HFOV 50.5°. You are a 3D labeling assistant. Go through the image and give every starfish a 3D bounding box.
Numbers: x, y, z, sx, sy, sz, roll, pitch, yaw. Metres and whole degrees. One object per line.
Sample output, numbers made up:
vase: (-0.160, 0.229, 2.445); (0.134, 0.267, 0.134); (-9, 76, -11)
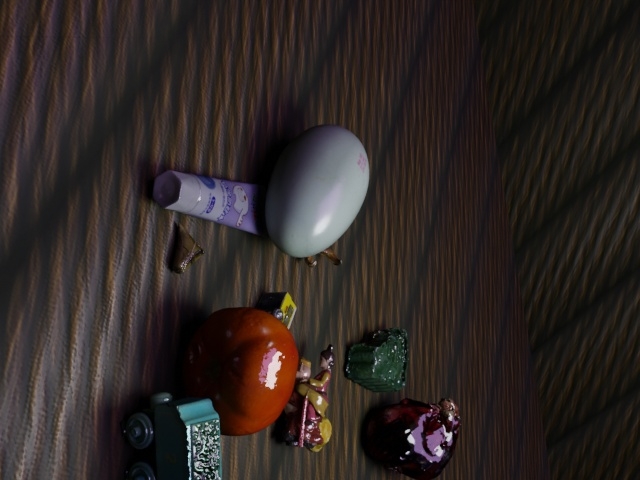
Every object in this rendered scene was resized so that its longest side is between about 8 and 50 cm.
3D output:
starfish: (0.001, 0.001, 1.750); (0.146, 0.074, 0.190); (48, 47, -40)

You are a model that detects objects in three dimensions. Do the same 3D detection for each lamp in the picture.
lamp: (-0.030, 0.363, 1.614); (0.118, 0.118, 0.253); (31, 61, -51)

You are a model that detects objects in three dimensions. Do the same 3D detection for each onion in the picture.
onion: (0.252, 0.559, 1.929); (0.281, 0.281, 0.221); (54, 10, -37)

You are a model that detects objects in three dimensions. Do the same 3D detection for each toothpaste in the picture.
toothpaste: (-0.214, -0.084, 1.456); (0.371, 0.080, 0.125); (12, 72, -64)

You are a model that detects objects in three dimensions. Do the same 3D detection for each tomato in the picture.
tomato: (-0.148, 0.254, 1.321); (0.180, 0.259, 0.260); (8, 78, -42)

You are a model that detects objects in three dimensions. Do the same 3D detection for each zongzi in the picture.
zongzi: (-0.281, 0.016, 1.357); (0.083, 0.040, 0.076); (57, 47, -17)

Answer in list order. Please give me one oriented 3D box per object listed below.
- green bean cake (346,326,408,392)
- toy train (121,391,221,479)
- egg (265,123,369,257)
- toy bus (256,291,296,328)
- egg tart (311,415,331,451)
green bean cake: (0.165, 0.320, 1.923); (0.208, 0.107, 0.193); (35, 58, -48)
toy train: (-0.259, 0.377, 1.213); (0.112, 0.163, 0.203); (-1, 86, -58)
egg: (-0.010, -0.119, 1.613); (0.230, 0.230, 0.371); (52, 46, -39)
toy bus: (-0.129, 0.218, 1.520); (0.074, 0.081, 0.226); (59, 37, -40)
egg tart: (-0.002, 0.478, 1.702); (0.105, 0.039, 0.105); (17, 69, -53)
